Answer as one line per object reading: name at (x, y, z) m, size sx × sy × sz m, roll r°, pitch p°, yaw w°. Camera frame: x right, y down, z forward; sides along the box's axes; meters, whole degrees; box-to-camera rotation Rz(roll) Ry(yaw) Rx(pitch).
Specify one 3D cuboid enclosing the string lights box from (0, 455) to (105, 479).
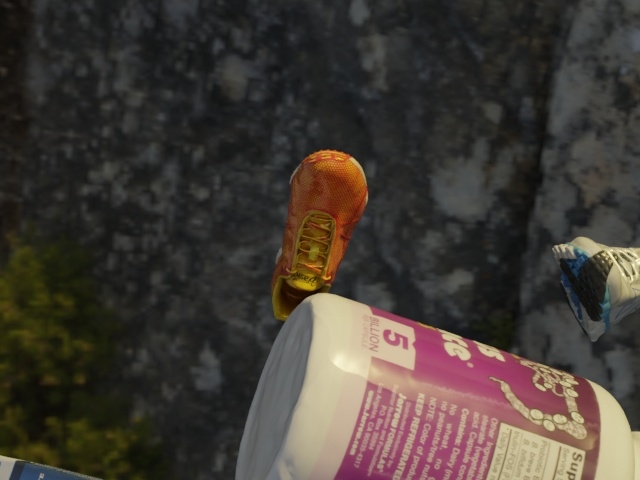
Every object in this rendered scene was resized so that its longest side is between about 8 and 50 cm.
string lights box at (-0.210, 0.275, 1.525) m, size 0.260 × 0.133 × 0.077 m, roll 3°, pitch 74°, yaw 48°

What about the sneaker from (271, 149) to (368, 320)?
sneaker at (0.000, 0.000, 1.209) m, size 0.175 × 0.064 × 0.067 m, roll 102°, pitch 175°, yaw -47°

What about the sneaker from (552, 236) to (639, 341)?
sneaker at (0.241, 0.026, 1.276) m, size 0.083 × 0.190 × 0.071 m, roll -29°, pitch 76°, yaw 3°

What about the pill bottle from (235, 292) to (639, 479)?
pill bottle at (0.107, 0.157, 1.070) m, size 0.169 × 0.301 × 0.169 m, roll -161°, pitch 90°, yaw -78°
